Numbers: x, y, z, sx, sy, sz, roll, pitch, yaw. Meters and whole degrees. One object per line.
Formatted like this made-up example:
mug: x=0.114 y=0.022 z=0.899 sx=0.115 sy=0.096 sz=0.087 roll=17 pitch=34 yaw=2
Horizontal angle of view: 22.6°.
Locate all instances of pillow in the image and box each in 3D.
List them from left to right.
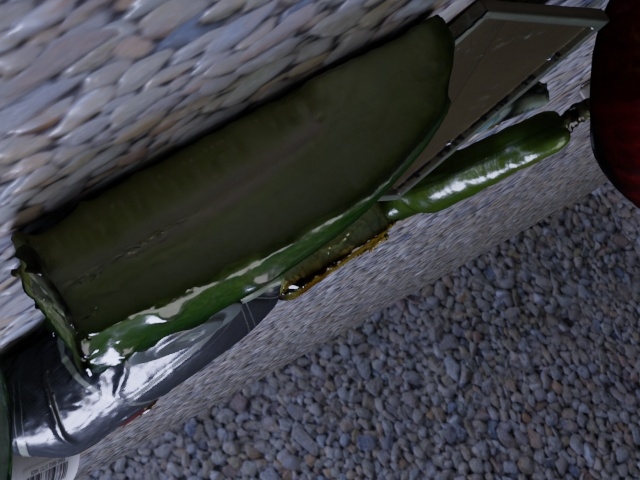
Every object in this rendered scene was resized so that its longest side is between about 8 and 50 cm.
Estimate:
pillow: x=-0.155 y=0.084 z=1.312 sx=0.335 sy=0.093 sz=0.161 roll=-35 pitch=165 yaw=22

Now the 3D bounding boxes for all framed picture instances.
framed picture: x=0.087 y=-0.100 z=1.232 sx=0.250 sy=0.016 sz=0.184 roll=-41 pitch=160 yaw=34

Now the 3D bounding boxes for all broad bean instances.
broad bean: x=0.139 y=-0.068 z=1.500 sx=0.318 sy=0.056 sz=0.098 roll=-22 pitch=-179 yaw=39

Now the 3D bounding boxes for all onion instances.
onion: x=0.355 y=-0.122 z=1.304 sx=0.285 sy=0.273 sz=0.273 roll=8 pitch=-155 yaw=43

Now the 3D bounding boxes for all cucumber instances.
cucumber: x=-0.040 y=-0.026 z=1.030 sx=0.325 sy=0.105 sz=0.145 roll=-33 pitch=173 yaw=-19

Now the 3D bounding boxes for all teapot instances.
teapot: x=-0.104 y=0.029 z=1.165 sx=0.124 sy=0.091 sz=0.092 roll=-18 pitch=166 yaw=-45

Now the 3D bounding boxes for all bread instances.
bread: x=0.000 y=0.000 z=1.505 sx=0.140 sy=0.069 sz=0.128 roll=-33 pitch=174 yaw=-5

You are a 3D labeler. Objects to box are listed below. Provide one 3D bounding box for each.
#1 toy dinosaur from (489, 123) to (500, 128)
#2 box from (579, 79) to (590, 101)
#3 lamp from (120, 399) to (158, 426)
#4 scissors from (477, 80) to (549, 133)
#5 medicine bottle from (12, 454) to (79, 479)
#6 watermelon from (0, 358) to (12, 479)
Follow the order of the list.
toy dinosaur: x=0.136 y=-0.107 z=1.544 sx=0.113 sy=0.026 sz=0.041 roll=-28 pitch=177 yaw=42
box: x=0.485 y=-0.086 z=1.866 sx=0.214 sy=0.353 sz=0.069 roll=-33 pitch=172 yaw=5
lamp: x=-0.189 y=0.125 z=1.464 sx=0.101 sy=0.090 sz=0.101 roll=-42 pitch=-152 yaw=29
scissors: x=0.130 y=-0.114 z=1.390 sx=0.138 sy=0.041 sz=0.289 roll=-46 pitch=166 yaw=32
medicine bottle: x=-0.310 y=0.214 z=1.498 sx=0.103 sy=0.103 sz=0.186 roll=-34 pitch=174 yaw=18
watermelon: x=-0.341 y=0.211 z=1.225 sx=0.260 sy=0.176 sz=0.256 roll=133 pitch=-22 yaw=-61
